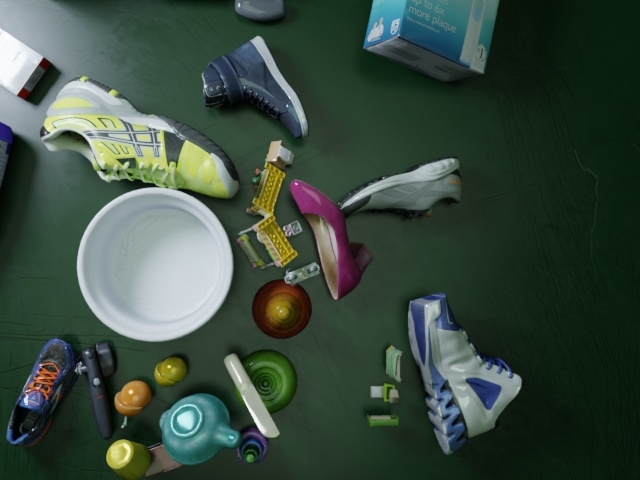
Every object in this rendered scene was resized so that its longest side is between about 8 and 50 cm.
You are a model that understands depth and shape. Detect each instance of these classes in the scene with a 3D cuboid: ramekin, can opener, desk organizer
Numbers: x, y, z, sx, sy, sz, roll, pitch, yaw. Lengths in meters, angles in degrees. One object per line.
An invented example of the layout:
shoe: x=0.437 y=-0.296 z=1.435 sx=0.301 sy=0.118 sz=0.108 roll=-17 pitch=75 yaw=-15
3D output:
ramekin: x=-0.300 y=0.046 z=1.261 sx=0.277 sy=0.135 sz=0.277 roll=0 pitch=88 yaw=-5
can opener: x=-0.206 y=-0.493 z=1.314 sx=0.280 sy=0.074 sz=0.093 roll=4 pitch=89 yaw=-4
can opener: x=-0.424 y=0.290 z=1.278 sx=0.073 sy=0.059 sz=0.186 roll=-8 pitch=92 yaw=-20
desk organizer: x=-0.282 y=0.412 z=1.297 sx=0.130 sy=0.047 sz=0.050 roll=-18 pitch=85 yaw=-6

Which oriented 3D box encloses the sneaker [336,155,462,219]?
sneaker: x=0.158 y=-0.085 z=1.324 sx=0.271 sy=0.100 sz=0.108 roll=-17 pitch=95 yaw=-5

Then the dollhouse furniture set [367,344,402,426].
dollhouse furniture set: x=0.124 y=0.286 z=1.320 sx=0.058 sy=0.076 sz=0.152 roll=1 pitch=89 yaw=-5

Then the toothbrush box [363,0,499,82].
toothbrush box: x=0.229 y=-0.485 z=1.290 sx=0.216 sy=0.126 sz=0.296 roll=15 pitch=86 yaw=-29

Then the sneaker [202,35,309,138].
sneaker: x=-0.135 y=-0.268 z=1.300 sx=0.163 sy=0.086 sz=0.226 roll=-29 pitch=81 yaw=-16

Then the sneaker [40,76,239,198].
sneaker: x=-0.334 y=-0.156 z=1.247 sx=0.384 sy=0.145 sz=0.147 roll=24 pitch=63 yaw=6

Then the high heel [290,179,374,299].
high heel: x=0.000 y=0.000 z=1.285 sx=0.117 sy=0.082 sz=0.244 roll=-51 pitch=122 yaw=-20

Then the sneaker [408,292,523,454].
sneaker: x=0.290 y=0.246 z=1.321 sx=0.182 sy=0.127 sz=0.316 roll=-14 pitch=96 yaw=-9

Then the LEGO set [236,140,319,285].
LEGO set: x=-0.105 y=-0.046 z=1.317 sx=0.132 sy=0.107 sz=0.287 roll=-10 pitch=84 yaw=-40

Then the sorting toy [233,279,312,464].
sorting toy: x=-0.099 y=0.256 z=1.278 sx=0.127 sy=0.126 sz=0.366 roll=13 pitch=87 yaw=-4

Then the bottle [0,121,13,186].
bottle: x=-0.653 y=-0.089 z=1.244 sx=0.092 sy=0.118 sz=0.283 roll=13 pitch=88 yaw=-7

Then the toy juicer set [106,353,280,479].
toy juicer set: x=-0.238 y=0.317 z=1.264 sx=0.328 sy=0.089 sz=0.209 roll=-15 pitch=55 yaw=5

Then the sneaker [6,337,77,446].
sneaker: x=-0.524 y=0.291 z=1.259 sx=0.083 sy=0.087 sz=0.221 roll=19 pitch=87 yaw=-5

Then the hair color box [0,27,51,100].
hair color box: x=-0.621 y=-0.357 z=1.287 sx=0.167 sy=0.053 sz=0.093 roll=34 pitch=87 yaw=-4
